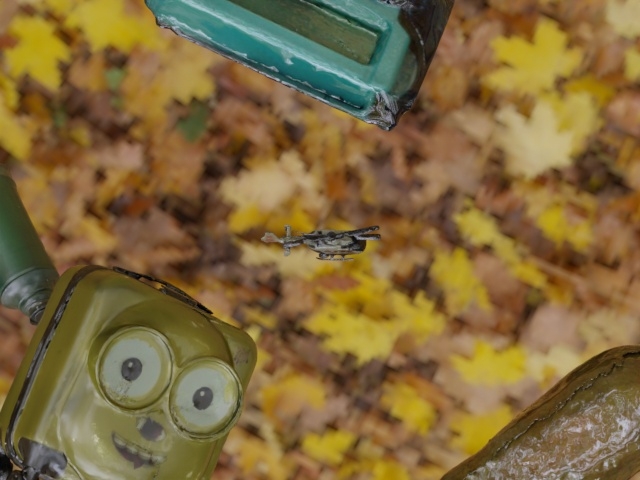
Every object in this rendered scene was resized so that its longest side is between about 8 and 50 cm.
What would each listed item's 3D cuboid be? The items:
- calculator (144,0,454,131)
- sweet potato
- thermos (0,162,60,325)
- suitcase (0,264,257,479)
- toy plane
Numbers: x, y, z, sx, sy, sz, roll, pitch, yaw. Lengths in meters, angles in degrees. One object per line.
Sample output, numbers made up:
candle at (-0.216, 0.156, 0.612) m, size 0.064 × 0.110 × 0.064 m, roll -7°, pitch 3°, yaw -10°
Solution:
calculator at (-0.001, -0.249, 1.725) m, size 0.248 × 0.274 × 0.058 m, roll 25°, pitch 146°, yaw -5°
sweet potato at (0.111, 0.153, 1.214) m, size 0.273 × 0.075 × 0.075 m, roll -34°, pitch 118°, yaw -1°
thermos at (-0.337, 0.007, 2.133) m, size 0.073 × 0.188 × 0.083 m, roll -42°, pitch 151°, yaw 20°
suitcase at (-0.176, 0.148, 1.803) m, size 0.194 × 0.235 × 0.143 m, roll 26°, pitch 172°, yaw -27°
toy plane at (0.000, 0.000, 2.010) m, size 0.120 × 0.031 × 0.049 m, roll 0°, pitch 165°, yaw -2°
